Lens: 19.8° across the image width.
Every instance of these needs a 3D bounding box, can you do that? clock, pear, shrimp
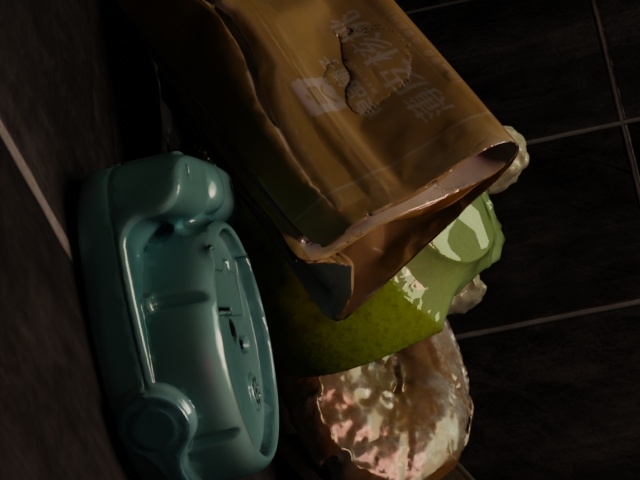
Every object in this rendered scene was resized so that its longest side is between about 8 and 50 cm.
[{"bbox_3d":[-0.094,0.077,1.347,0.223,0.094,0.274,5,73,-81],"label":"clock"},{"bbox_3d":[0.000,0.000,1.680,0.282,0.286,0.176,-47,123,-48],"label":"pear"},{"bbox_3d":[0.043,0.061,1.921,0.110,0.221,0.445,-49,-135,50],"label":"shrimp"}]

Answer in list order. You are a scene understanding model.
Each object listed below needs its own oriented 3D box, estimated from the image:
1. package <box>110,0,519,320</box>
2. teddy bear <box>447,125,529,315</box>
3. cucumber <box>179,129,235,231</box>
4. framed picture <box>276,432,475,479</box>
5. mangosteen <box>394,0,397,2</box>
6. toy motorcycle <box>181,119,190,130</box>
[{"bbox_3d":[-0.027,-0.121,1.493,0.311,0.221,0.165,53,15,26],"label":"package"},{"bbox_3d":[0.130,0.104,2.142,0.362,0.375,0.327,65,20,9],"label":"teddy bear"},{"bbox_3d":[-0.096,-0.003,1.591,0.052,0.058,0.214,78,7,-54],"label":"cucumber"},{"bbox_3d":[0.095,0.270,1.919,0.213,0.016,0.289,46,21,22],"label":"framed picture"},{"bbox_3d":[-0.051,-0.257,1.873,0.261,0.235,0.235,-44,-145,43],"label":"mangosteen"},{"bbox_3d":[-0.103,-0.144,1.735,0.124,0.061,0.193,-142,-134,-87],"label":"toy motorcycle"}]
